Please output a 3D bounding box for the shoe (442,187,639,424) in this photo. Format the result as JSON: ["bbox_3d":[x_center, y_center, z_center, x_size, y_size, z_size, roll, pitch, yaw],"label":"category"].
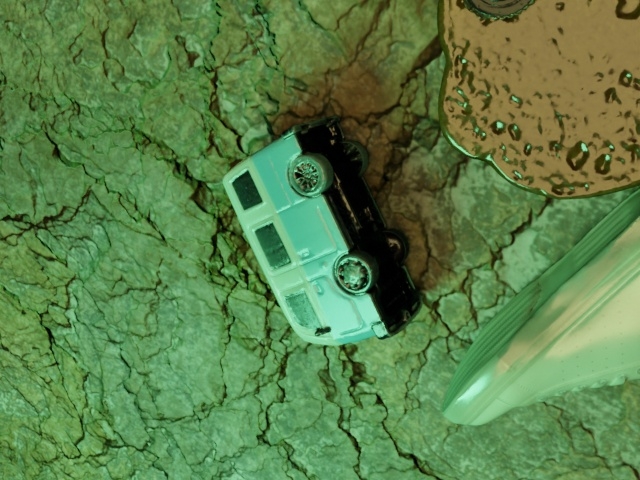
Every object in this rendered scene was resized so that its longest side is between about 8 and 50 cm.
[{"bbox_3d":[0.304,0.114,0.830,0.160,0.132,0.363,40,112,1],"label":"shoe"}]

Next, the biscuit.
[{"bbox_3d":[0.278,-0.236,0.764,0.359,0.074,0.381,-16,97,23],"label":"biscuit"}]

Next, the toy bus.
[{"bbox_3d":[0.000,0.000,0.912,0.165,0.133,0.271,-24,93,31],"label":"toy bus"}]

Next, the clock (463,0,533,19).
[{"bbox_3d":[0.187,-0.267,0.753,0.083,0.010,0.074,5,108,21],"label":"clock"}]
